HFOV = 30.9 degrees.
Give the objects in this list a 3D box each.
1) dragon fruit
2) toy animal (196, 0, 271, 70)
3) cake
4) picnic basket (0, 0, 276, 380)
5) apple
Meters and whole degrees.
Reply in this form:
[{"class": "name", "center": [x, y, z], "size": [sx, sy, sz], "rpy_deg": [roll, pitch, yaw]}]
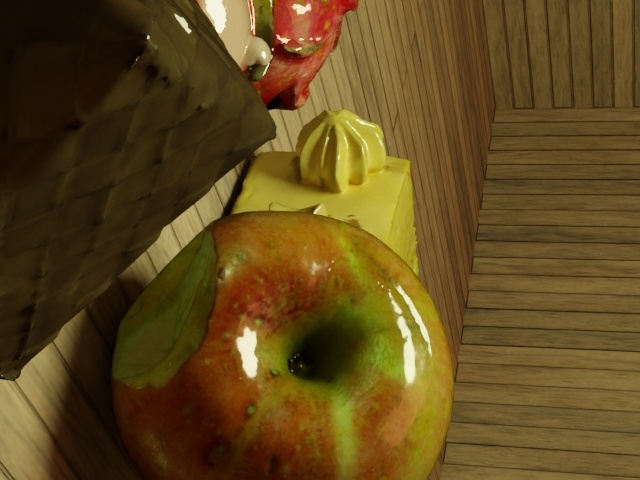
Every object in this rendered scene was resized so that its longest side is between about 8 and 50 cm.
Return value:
[{"class": "dragon fruit", "center": [-0.085, -0.248, 1.159], "size": [0.231, 0.237, 0.302], "rpy_deg": [-39, 145, -38]}, {"class": "toy animal", "center": [-0.150, -0.191, 0.978], "size": [0.171, 0.198, 0.171], "rpy_deg": [162, -90, -75]}, {"class": "cake", "center": [0.000, 0.000, 1.469], "size": [0.227, 0.222, 0.286], "rpy_deg": [-75, 159, -45]}, {"class": "picnic basket", "center": [-0.219, -0.108, 0.657], "size": [0.321, 0.291, 0.254], "rpy_deg": [50, 7, 19]}, {"class": "apple", "center": [-0.040, 0.142, 1.150], "size": [0.339, 0.340, 0.339], "rpy_deg": [1, 90, -74]}]
